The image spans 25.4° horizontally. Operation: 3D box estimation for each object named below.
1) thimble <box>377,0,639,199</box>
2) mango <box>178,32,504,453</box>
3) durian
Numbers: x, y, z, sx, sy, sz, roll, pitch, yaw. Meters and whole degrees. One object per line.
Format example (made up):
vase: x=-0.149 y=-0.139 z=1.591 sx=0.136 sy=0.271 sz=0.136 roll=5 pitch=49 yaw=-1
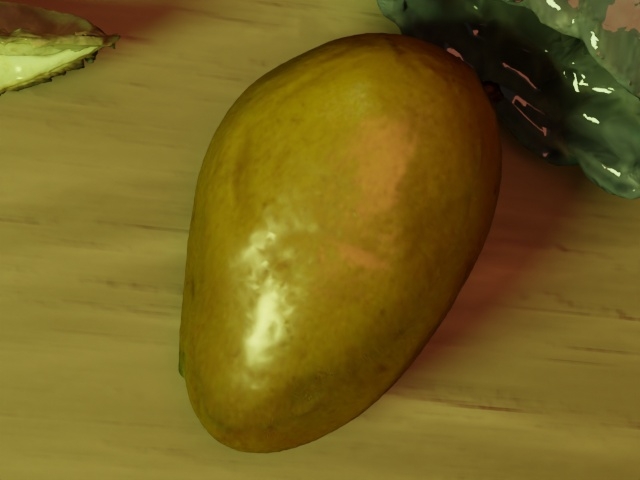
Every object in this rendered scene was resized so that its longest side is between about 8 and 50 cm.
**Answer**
thimble: x=0.145 y=-0.141 z=0.717 sx=0.236 sy=0.205 sz=0.172 roll=40 pitch=77 yaw=-5
mango: x=0.000 y=0.000 z=0.716 sx=0.147 sy=0.109 sz=0.227 roll=30 pitch=92 yaw=4
durian: x=-0.163 y=-0.106 z=0.716 sx=0.130 sy=0.066 sz=0.052 roll=4 pitch=71 yaw=1
